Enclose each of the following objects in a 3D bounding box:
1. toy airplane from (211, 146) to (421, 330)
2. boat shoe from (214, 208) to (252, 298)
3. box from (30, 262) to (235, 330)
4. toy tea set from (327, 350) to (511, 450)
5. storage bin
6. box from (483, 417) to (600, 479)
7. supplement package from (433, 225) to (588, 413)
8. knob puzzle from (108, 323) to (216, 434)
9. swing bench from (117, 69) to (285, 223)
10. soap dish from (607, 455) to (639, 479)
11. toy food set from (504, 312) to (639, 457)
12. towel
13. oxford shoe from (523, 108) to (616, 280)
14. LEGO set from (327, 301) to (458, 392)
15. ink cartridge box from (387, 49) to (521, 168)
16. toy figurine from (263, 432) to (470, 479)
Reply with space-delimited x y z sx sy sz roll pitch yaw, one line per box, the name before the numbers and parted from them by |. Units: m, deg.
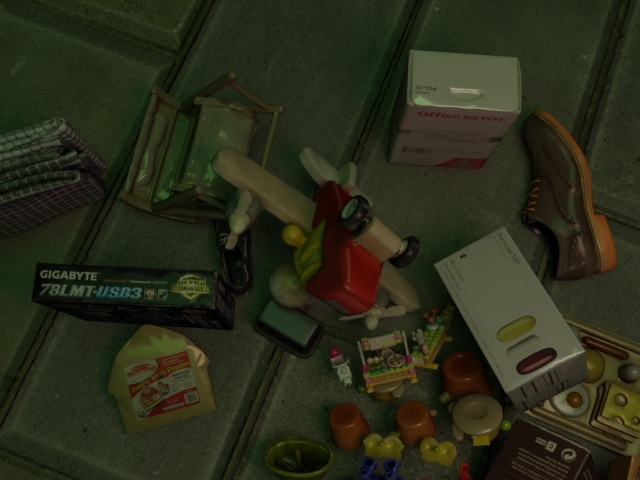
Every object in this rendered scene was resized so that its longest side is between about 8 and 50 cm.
toy airplane | 0.000 0.000 1.249 0.386 0.384 0.272 46 104 20
boat shoe | -0.173 0.011 1.356 0.075 0.065 0.206 -9 75 -4
box | -0.312 0.105 1.208 0.294 0.295 0.073 2 77 0
toy tea set | 0.178 0.318 1.261 0.336 0.124 0.200 -7 38 14
storage bin | -0.057 0.157 1.306 0.135 0.091 0.098 31 76 6
box | 0.322 0.518 1.139 0.143 0.191 0.381 19 65 39
supplement package | 0.344 0.145 1.214 0.145 0.204 0.261 -30 59 8
knob puzzle | -0.306 0.252 1.289 0.213 0.030 0.213 0 91 -9
swing bench | -0.236 -0.174 1.340 0.255 0.165 0.253 0 71 39
soap dish | 0.588 0.525 1.167 0.229 0.118 0.290 14 86 -13
toy food set | 0.529 0.265 1.283 0.306 0.092 0.219 22 74 11
towel | -0.563 -0.103 1.291 0.284 0.235 0.121 -19 79 -6
oxford shoe | 0.472 -0.095 1.377 0.133 0.130 0.363 -17 75 0
LEGO set | 0.154 0.179 1.254 0.287 0.132 0.107 -24 119 -16
ink cartridge box | 0.253 -0.247 1.328 0.207 0.283 0.117 4 75 -1
toy figurine | 0.082 0.476 1.175 0.363 0.217 0.191 -1 40 18
